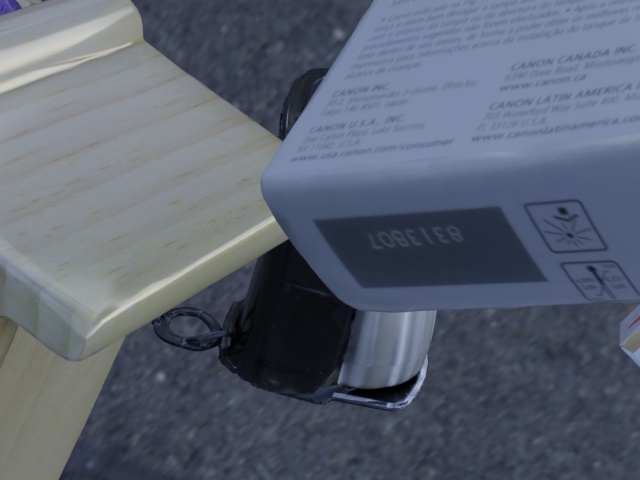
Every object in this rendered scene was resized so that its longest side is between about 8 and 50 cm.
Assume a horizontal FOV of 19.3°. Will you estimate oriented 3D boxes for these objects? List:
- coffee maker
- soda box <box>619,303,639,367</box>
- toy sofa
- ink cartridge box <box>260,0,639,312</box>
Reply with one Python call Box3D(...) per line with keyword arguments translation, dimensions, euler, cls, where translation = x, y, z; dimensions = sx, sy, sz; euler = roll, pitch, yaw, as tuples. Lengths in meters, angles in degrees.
Box3D(translation=(0.000, 0.000, 1.109), dimensions=(0.171, 0.178, 0.120), euler=(-2, 37, -19), cls="coffee maker")
Box3D(translation=(0.287, 0.074, 1.501), dimensions=(0.074, 0.216, 0.069), euler=(-44, 86, 8), cls="soda box")
Box3D(translation=(-0.161, 0.082, 0.663), dimensions=(0.177, 0.363, 0.150), euler=(37, 32, 14), cls="toy sofa")
Box3D(translation=(0.112, -0.085, 0.471), dimensions=(0.066, 0.189, 0.232), euler=(55, 51, -28), cls="ink cartridge box")
